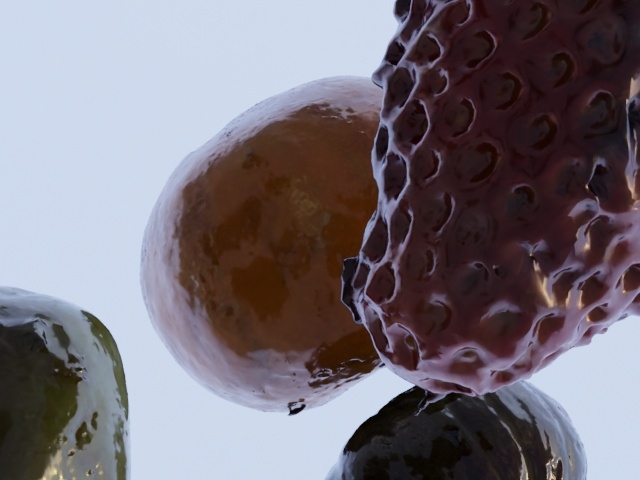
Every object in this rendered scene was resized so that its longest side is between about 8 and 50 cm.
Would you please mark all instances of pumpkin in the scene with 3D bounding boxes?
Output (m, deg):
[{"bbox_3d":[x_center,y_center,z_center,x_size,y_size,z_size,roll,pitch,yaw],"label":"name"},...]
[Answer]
[{"bbox_3d":[0.087,0.180,1.226,0.219,0.219,0.162,-35,-127,-7],"label":"pumpkin"}]

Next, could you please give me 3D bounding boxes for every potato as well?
[{"bbox_3d":[-0.221,0.164,0.966,0.210,0.173,0.307,25,-106,15],"label":"potato"}]

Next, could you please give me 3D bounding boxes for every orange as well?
[{"bbox_3d":[0.000,0.000,1.292,0.284,0.284,0.226,-32,-89,-6],"label":"orange"}]

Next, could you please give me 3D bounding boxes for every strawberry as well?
[{"bbox_3d":[0.135,-0.068,0.919,0.280,0.150,0.253,-27,-83,-29],"label":"strawberry"}]
